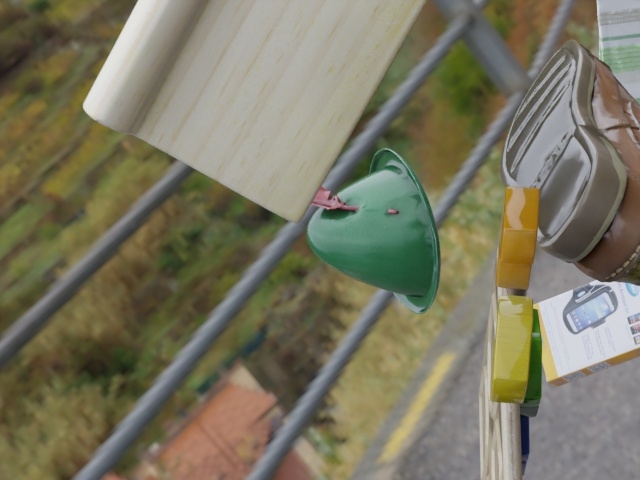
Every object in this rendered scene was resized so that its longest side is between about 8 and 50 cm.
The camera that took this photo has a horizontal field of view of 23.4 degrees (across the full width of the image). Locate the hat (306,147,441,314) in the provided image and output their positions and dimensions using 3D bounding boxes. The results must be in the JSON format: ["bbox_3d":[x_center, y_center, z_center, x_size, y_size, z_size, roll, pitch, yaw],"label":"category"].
[{"bbox_3d":[0.000,0.000,1.589,0.183,0.173,0.208,-11,29,-18],"label":"hat"}]

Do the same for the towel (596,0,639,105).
[{"bbox_3d":[0.346,-0.213,1.611,0.113,0.152,0.023,-5,14,7],"label":"towel"}]

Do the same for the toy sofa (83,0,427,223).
[{"bbox_3d":[-0.037,-0.151,0.859,0.150,0.177,0.362,-59,4,15],"label":"toy sofa"}]

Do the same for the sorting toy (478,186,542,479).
[{"bbox_3d":[0.120,0.112,0.944,0.307,0.041,0.229,86,-170,-61],"label":"sorting toy"}]

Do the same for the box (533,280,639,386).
[{"bbox_3d":[0.272,0.079,1.474,0.136,0.028,0.081,-22,62,22],"label":"box"}]

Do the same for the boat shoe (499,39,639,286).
[{"bbox_3d":[0.206,-0.049,1.134,0.111,0.104,0.307,-58,11,27],"label":"boat shoe"}]
